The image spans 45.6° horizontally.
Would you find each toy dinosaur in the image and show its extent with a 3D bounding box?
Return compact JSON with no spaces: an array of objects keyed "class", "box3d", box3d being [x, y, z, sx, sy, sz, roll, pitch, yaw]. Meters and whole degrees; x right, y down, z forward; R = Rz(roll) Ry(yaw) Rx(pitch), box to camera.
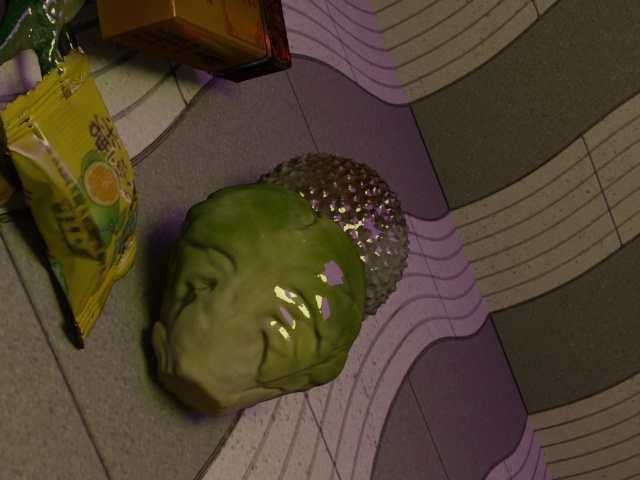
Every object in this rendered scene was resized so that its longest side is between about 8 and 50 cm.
[{"class":"toy dinosaur","box3d":[-0.343,-0.353,0.928,0.447,0.087,0.301,-56,137,-54]}]

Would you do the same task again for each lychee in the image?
[{"class":"lychee","box3d":[0.005,0.002,1.254,0.300,0.300,0.300,47,32,-43]}]

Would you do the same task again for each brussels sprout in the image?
[{"class":"brussels sprout","box3d":[-0.073,0.083,1.019,0.273,0.242,0.317,17,75,-25]}]

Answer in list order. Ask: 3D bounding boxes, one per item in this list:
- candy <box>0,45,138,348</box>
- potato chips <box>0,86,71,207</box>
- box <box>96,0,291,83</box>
[{"class":"candy","box3d":[-0.269,-0.047,0.858,0.187,0.081,0.297,-70,160,-51]},{"class":"potato chips","box3d":[-0.357,-0.061,0.778,0.080,0.057,0.407,59,25,-17]},{"class":"box","box3d":[-0.178,-0.392,1.114,0.415,0.115,0.265,-15,94,-72]}]
